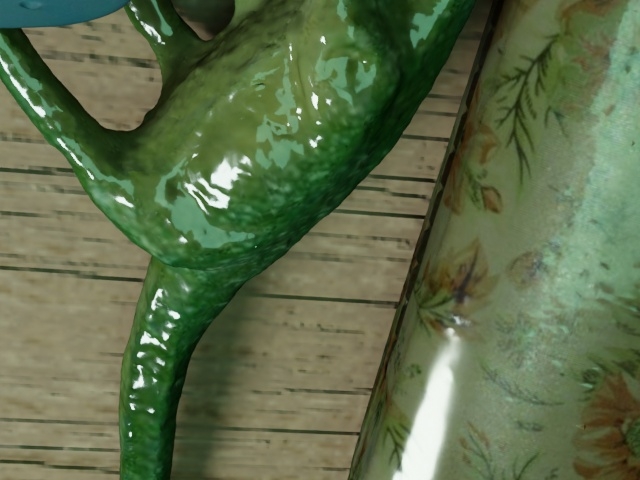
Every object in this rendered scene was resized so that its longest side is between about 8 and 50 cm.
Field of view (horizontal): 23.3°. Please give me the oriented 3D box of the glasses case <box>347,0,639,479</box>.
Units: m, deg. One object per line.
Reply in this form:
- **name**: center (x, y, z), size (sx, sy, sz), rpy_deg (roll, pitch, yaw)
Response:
- **glasses case**: center (0.129, -0.019, 0.657), size (0.156, 0.098, 0.425), rpy_deg (14, 108, -8)

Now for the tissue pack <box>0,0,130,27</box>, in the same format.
- **tissue pack**: center (-0.182, -0.184, 0.470), size (0.287, 0.198, 0.206), rpy_deg (0, 80, -7)

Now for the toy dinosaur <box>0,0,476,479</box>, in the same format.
- **toy dinosaur**: center (0.000, 0.000, 0.626), size (0.447, 0.087, 0.301), rpy_deg (-23, 107, 19)
